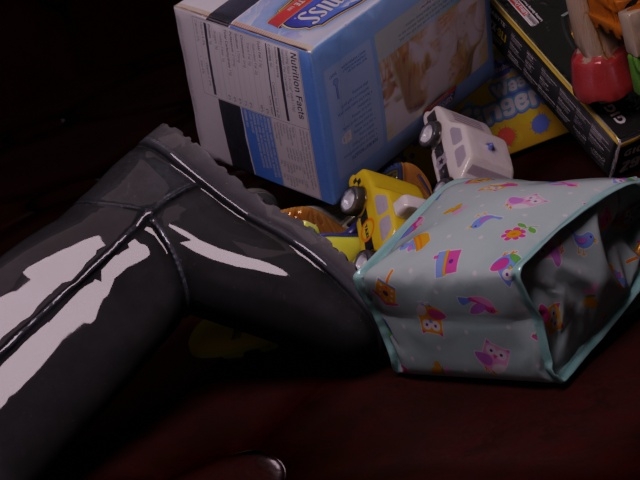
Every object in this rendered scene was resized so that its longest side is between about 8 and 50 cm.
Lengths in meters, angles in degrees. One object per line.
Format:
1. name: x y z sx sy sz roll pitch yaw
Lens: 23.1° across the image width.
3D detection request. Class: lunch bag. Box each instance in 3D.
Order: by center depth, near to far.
1. lunch bag: 0.201 0.020 1.566 0.223 0.160 0.262 -2 29 43

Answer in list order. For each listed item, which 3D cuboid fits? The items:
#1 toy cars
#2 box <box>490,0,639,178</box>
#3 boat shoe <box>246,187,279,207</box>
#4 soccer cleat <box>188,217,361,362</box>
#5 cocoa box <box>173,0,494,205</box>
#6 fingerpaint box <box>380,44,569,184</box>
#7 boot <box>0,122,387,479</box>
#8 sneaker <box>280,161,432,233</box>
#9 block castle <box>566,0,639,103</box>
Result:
1. toy cars: 0.142 -0.054 1.800 0.087 0.176 0.394 -47 -3 37
2. box: 0.398 -0.254 2.052 0.257 0.079 0.322 -22 56 -19
3. boat shoe: -0.168 -0.020 2.179 0.228 0.079 0.081 -15 13 -3
4. soccer cleat: -0.033 0.044 1.776 0.289 0.121 0.093 -26 19 -24
5. cocoa box: 0.028 -0.248 1.957 0.228 0.231 0.347 23 48 35
6. fingerpaint box: 0.174 -0.216 2.298 0.445 0.163 0.371 -21 17 -13
7. boot: -0.197 0.128 1.573 0.367 0.146 0.445 36 59 19
8. sneaker: 0.000 0.000 1.956 0.296 0.111 0.131 -22 1 -21
9. block castle: 0.497 -0.200 1.761 0.303 0.212 0.453 -23 28 -9
